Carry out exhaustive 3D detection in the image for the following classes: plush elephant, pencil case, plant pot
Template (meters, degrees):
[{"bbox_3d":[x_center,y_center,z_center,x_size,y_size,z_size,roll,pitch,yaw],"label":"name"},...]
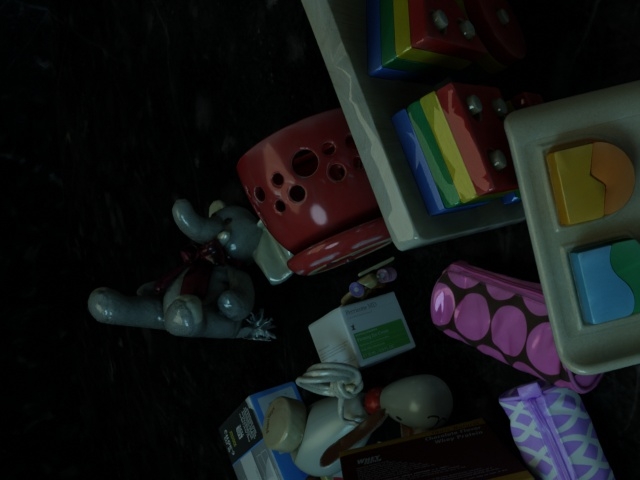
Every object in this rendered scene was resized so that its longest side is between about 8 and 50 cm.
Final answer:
[{"bbox_3d":[-0.190,0.040,1.197,0.272,0.330,0.255,0,80,45],"label":"plush elephant"},{"bbox_3d":[0.205,0.078,0.712,0.209,0.095,0.098,15,139,56],"label":"pencil case"},{"bbox_3d":[0.255,0.241,0.694,0.086,0.088,0.206,-28,77,27],"label":"pencil case"},{"bbox_3d":[0.007,-0.055,0.881,0.191,0.191,0.174,-30,80,58],"label":"plant pot"}]

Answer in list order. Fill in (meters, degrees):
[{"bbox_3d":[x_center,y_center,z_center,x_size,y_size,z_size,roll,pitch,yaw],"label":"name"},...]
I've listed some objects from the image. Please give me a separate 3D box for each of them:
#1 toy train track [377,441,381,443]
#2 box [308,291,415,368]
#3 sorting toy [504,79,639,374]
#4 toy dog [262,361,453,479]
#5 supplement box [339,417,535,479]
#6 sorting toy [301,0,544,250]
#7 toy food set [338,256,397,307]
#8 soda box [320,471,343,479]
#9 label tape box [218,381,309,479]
[{"bbox_3d":[0.087,0.347,1.082,0.083,0.014,0.048,-26,80,59],"label":"toy train track"},{"bbox_3d":[0.057,0.136,0.958,0.102,0.101,0.087,-41,66,54],"label":"box"},{"bbox_3d":[0.254,-0.020,0.507,0.038,0.193,0.208,91,165,-88],"label":"sorting toy"},{"bbox_3d":[0.043,0.297,0.971,0.333,0.220,0.161,124,151,-61],"label":"toy dog"},{"bbox_3d":[0.131,0.311,0.762,0.194,0.191,0.129,-128,26,-87],"label":"supplement box"},{"bbox_3d":[0.125,-0.139,0.613,0.089,0.257,0.255,-26,81,38],"label":"sorting toy"},{"bbox_3d":[0.070,0.065,0.939,0.019,0.078,0.122,59,161,18],"label":"toy food set"},{"bbox_3d":[0.018,0.393,1.165,0.181,0.061,0.058,60,146,24],"label":"soda box"},{"bbox_3d":[-0.102,0.453,1.340,0.240,0.106,0.333,64,147,20],"label":"label tape box"}]
